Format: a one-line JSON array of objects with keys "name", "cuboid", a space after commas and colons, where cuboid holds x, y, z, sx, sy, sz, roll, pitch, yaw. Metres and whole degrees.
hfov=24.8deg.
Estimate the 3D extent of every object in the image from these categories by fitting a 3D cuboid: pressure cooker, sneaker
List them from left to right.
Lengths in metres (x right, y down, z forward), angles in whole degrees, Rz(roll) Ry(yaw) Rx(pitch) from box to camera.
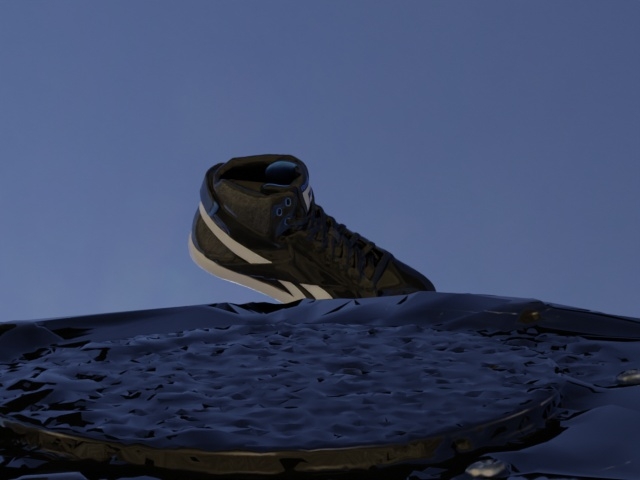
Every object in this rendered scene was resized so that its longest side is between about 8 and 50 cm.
[{"name": "pressure cooker", "cuboid": [-0.013, 0.244, 0.479, 0.369, 0.375, 0.420, -1, -83, 20]}, {"name": "sneaker", "cuboid": [0.000, 0.000, 1.181, 0.216, 0.079, 0.121, 18, -43, 3]}]
